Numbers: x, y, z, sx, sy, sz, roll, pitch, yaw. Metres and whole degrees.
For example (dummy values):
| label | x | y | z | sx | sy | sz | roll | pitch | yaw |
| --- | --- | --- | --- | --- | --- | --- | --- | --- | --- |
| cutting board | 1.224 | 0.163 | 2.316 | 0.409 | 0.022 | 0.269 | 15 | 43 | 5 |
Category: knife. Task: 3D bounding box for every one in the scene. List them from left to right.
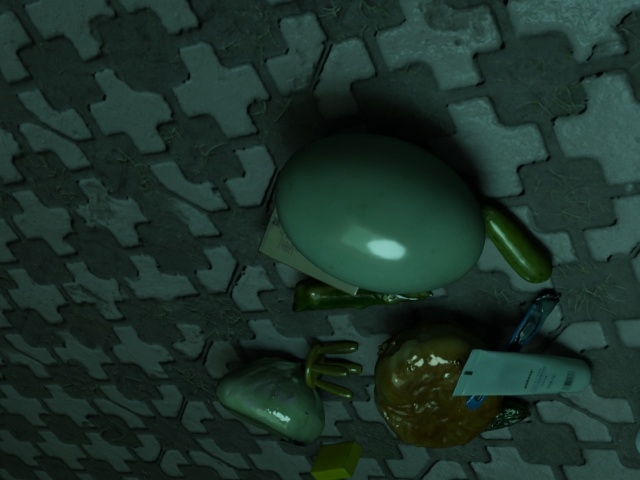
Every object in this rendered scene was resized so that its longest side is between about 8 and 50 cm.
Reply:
| label | x | y | z | sx | sy | sz | roll | pitch | yaw |
| --- | --- | --- | --- | --- | --- | --- | --- | --- | --- |
| knife | 0.384 | 0.222 | 1.675 | 0.044 | 0.026 | 0.296 | 27 | 101 | -24 |

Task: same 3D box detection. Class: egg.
| label | x | y | z | sx | sy | sz | roll | pitch | yaw |
| --- | --- | --- | --- | --- | --- | --- | --- | --- | --- |
| egg | 0.106 | -0.048 | 1.505 | 0.389 | 0.276 | 0.276 | 23 | 136 | 7 |

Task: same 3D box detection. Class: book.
| label | x | y | z | sx | sy | sz | roll | pitch | yaw |
| --- | --- | --- | --- | --- | --- | --- | --- | --- | --- |
| book | 0.000 | 0.000 | 1.739 | 0.231 | 0.026 | 0.161 | 24 | 110 | 5 |

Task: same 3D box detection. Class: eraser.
| label | x | y | z | sx | sy | sz | roll | pitch | yaw |
| --- | --- | --- | --- | --- | --- | --- | --- | --- | --- |
| eraser | 0.043 | 0.597 | 2.265 | 0.122 | 0.097 | 0.045 | -21 | 116 | 39 |

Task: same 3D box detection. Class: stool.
| label | x | y | z | sx | sy | sz | roll | pitch | yaw |
| --- | --- | --- | --- | --- | --- | --- | --- | --- | --- |
| stool | 0.031 | 0.305 | 1.992 | 0.111 | 0.134 | 0.135 | 4 | 176 | 19 |

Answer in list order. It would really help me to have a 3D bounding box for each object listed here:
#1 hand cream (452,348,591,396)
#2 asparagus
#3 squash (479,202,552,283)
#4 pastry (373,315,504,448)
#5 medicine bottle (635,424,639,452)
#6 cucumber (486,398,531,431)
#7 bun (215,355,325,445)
| label | x | y | z | sx | sy | sz | roll | pitch | yaw |
| --- | --- | --- | --- | --- | --- | --- | --- | --- | --- |
| hand cream | 0.413 | 0.270 | 1.678 | 0.321 | 0.067 | 0.109 | 5 | 116 | -30 |
| asparagus | 0.074 | 0.111 | 1.813 | 0.343 | 0.082 | 0.085 | -6 | 123 | 30 |
| squash | 0.363 | 0.007 | 1.577 | 0.201 | 0.066 | 0.066 | 44 | 134 | -15 |
| pastry | 0.252 | 0.300 | 1.817 | 0.285 | 0.184 | 0.315 | -10 | 123 | 9 |
| medicine bottle | 0.708 | 0.321 | 1.612 | 0.152 | 0.152 | 0.254 | 17 | 128 | 12 |
| cucumber | 0.366 | 0.413 | 1.953 | 0.265 | 0.077 | 0.077 | -28 | 114 | 39 |
| bun | -0.110 | 0.382 | 2.090 | 0.293 | 0.187 | 0.293 | 24 | 160 | 9 |
